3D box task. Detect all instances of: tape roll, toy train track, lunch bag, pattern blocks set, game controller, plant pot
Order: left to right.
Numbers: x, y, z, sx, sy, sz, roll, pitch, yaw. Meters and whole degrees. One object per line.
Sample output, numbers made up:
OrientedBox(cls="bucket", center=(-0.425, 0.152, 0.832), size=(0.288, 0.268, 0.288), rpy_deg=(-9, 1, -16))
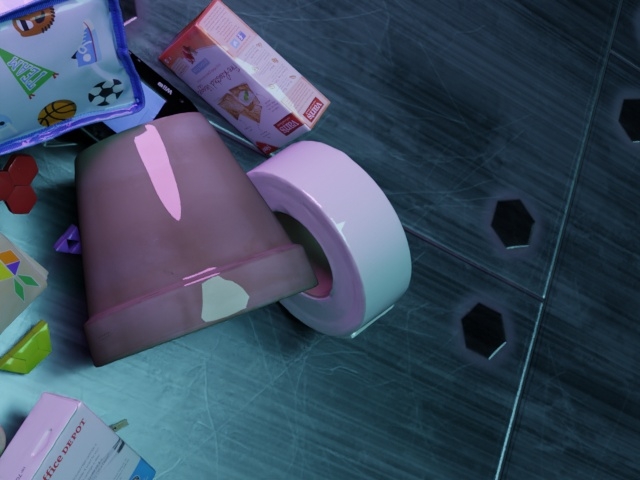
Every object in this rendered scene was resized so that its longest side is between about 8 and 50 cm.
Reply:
OrientedBox(cls="lunch bag", center=(-0.464, -0.268, 1.521), size=(0.385, 0.328, 0.239), rpy_deg=(-21, 134, -11))
OrientedBox(cls="pattern blocks set", center=(-0.455, 0.070, 1.589), size=(0.325, 0.026, 0.285), rpy_deg=(-41, 127, -22))
OrientedBox(cls="game controller", center=(-0.323, -0.221, 1.769), size=(0.319, 0.067, 0.166), rpy_deg=(39, 64, -16))
OrientedBox(cls="toy train track", center=(-0.308, 0.273, 1.698), size=(0.083, 0.014, 0.048), rpy_deg=(-24, 91, -37))
OrientedBox(cls="plant pot", center=(-0.202, -0.011, 1.642), size=(0.323, 0.323, 0.280), rpy_deg=(-21, 88, -30))
OrientedBox(cls="tape roll", center=(0.000, 0.000, 1.769), size=(0.100, 0.286, 0.286), rpy_deg=(-35, 96, -30))

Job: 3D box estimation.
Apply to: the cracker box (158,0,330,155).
OrientedBox(cls="cracker box", center=(-0.117, -0.243, 1.832), size=(0.232, 0.155, 0.067), rpy_deg=(41, 64, -14))

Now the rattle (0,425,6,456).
OrientedBox(cls="rattle", center=(-0.484, 0.271, 1.566), size=(0.142, 0.200, 0.130), rpy_deg=(31, 59, 24))

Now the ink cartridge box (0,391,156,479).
OrientedBox(cls="ink cartridge box", center=(-0.325, 0.311, 1.596), size=(0.140, 0.082, 0.191), rpy_deg=(-59, 136, -25))
